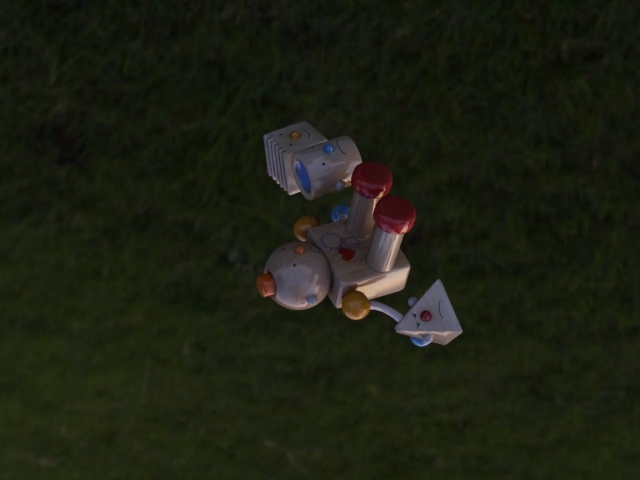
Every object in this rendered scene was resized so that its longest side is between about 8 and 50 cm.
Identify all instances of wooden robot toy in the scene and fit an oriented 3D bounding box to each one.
[{"bbox_3d":[0.000,0.000,0.750,0.079,0.173,0.076,-20,143,-19],"label":"wooden robot toy"}]
